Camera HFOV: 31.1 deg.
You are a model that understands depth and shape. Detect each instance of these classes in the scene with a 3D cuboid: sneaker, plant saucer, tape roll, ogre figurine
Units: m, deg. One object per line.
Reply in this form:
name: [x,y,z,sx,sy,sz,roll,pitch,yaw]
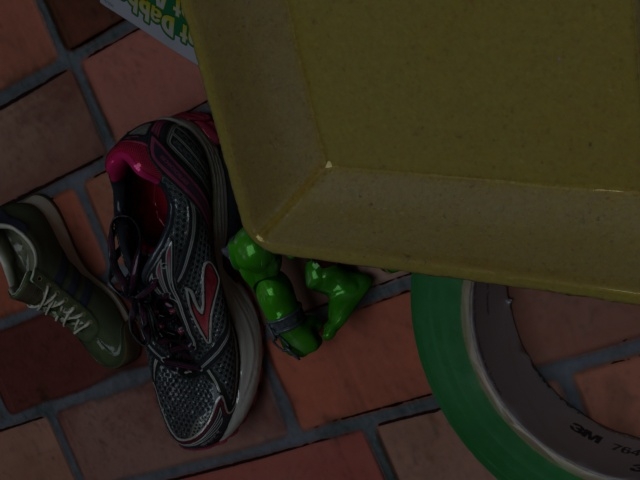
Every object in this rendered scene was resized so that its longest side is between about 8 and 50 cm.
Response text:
sneaker: [-0.131,0.043,0.995,0.121,0.112,0.299,2,106,31]
sneaker: [-0.255,0.049,1.086,0.064,0.086,0.192,-37,84,33]
plant saucer: [0.071,-0.133,0.709,0.333,0.081,0.332,7,125,32]
tape roll: [0.223,0.053,0.805,0.321,0.077,0.321,9,109,28]
ogre figurine: [0.000,0.000,0.919,0.118,0.097,0.197,38,137,-4]

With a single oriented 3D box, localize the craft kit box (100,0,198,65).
craft kit box: [-0.062,-0.236,0.853,0.250,0.061,0.246,34,140,25]
